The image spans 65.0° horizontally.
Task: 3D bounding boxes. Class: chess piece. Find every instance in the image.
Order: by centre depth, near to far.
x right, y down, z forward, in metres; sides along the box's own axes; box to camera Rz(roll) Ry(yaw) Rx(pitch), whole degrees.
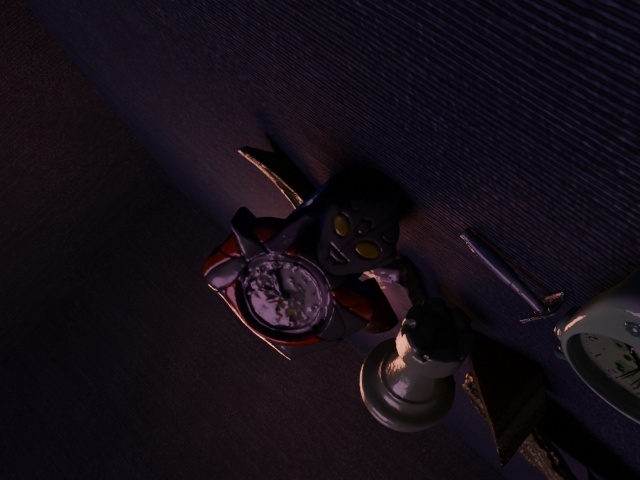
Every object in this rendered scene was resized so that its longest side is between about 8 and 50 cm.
[{"bbox_3d":[0.184,0.228,0.937,0.195,0.195,0.299,39,151,21],"label":"chess piece"}]

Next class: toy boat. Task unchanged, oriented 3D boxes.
[{"bbox_3d":[-0.047,-0.088,0.992,0.293,0.055,0.093,49,168,-32],"label":"toy boat"}]

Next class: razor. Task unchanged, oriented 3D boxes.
[{"bbox_3d":[0.220,0.036,0.598,0.135,0.040,0.068,48,169,11],"label":"razor"}]

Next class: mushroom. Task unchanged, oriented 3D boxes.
[{"bbox_3d":[0.119,0.145,1.102,0.127,0.127,0.087,44,-179,-6],"label":"mushroom"}]

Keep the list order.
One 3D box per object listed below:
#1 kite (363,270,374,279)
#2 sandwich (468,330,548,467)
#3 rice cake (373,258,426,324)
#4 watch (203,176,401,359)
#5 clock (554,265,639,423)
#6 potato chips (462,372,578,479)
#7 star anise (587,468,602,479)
[{"bbox_3d":[0.077,0.058,1.222,0.335,0.011,0.314,41,169,12],"label":"kite"},{"bbox_3d":[0.283,0.264,0.882,0.187,0.144,0.117,26,142,54],"label":"sandwich"},{"bbox_3d":[0.185,0.139,1.021,0.073,0.056,0.365,16,156,32],"label":"rice cake"},{"bbox_3d":[0.000,0.000,0.792,0.241,0.305,0.274,48,-161,-8],"label":"watch"},{"bbox_3d":[0.298,0.110,0.461,0.159,0.066,0.211,46,165,12],"label":"clock"},{"bbox_3d":[0.445,0.440,1.035,0.429,0.070,0.358,54,179,8],"label":"potato chips"},{"bbox_3d":[0.572,0.561,0.956,0.148,0.219,0.227,28,120,51],"label":"star anise"}]
